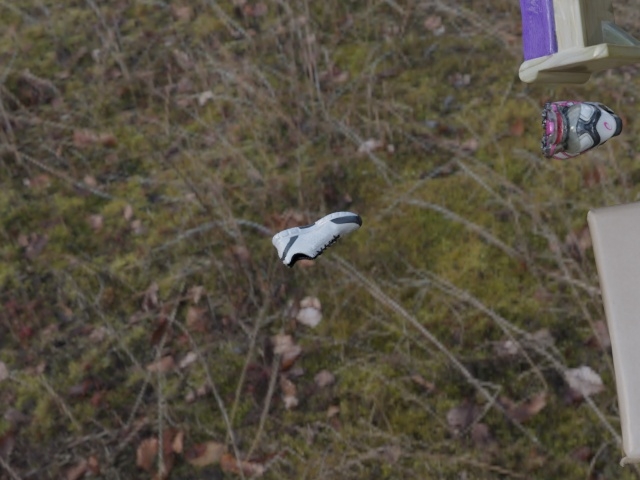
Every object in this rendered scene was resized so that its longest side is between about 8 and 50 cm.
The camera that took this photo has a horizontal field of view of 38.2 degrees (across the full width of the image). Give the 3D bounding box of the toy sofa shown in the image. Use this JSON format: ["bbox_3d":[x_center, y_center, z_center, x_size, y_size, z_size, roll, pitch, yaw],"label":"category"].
[{"bbox_3d":[0.287,-0.379,1.156,0.177,0.362,0.150,-5,3,41],"label":"toy sofa"}]

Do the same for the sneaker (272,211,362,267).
[{"bbox_3d":[0.000,0.000,1.089,0.109,0.040,0.044,-21,64,5],"label":"sneaker"}]

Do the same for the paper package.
[{"bbox_3d":[0.500,0.092,1.083,0.325,0.168,0.309,-10,80,21],"label":"paper package"}]

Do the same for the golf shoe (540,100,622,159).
[{"bbox_3d":[0.292,-0.124,1.045,0.086,0.067,0.186,1,10,11],"label":"golf shoe"}]
